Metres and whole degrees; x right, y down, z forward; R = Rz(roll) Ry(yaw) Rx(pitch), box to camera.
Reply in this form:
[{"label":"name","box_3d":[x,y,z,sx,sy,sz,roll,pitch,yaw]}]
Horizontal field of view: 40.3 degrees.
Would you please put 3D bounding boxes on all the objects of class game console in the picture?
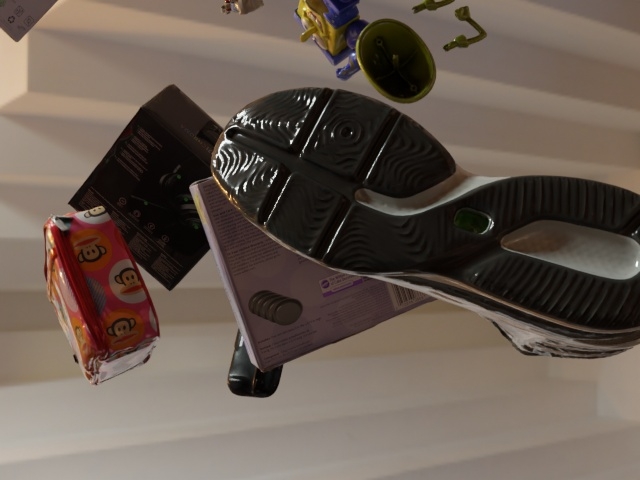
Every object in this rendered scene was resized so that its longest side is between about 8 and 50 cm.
[{"label":"game console","box_3d":[-0.095,0.098,1.534,0.213,0.362,0.044,-7,-29,40]}]

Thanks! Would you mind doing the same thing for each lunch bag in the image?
[{"label":"lunch bag","box_3d":[-0.346,0.072,1.336,0.120,0.258,0.293,-20,-14,-23]}]

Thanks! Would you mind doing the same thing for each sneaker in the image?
[{"label":"sneaker","box_3d":[0.110,0.015,0.861,0.447,0.169,0.257,22,-17,22]}]

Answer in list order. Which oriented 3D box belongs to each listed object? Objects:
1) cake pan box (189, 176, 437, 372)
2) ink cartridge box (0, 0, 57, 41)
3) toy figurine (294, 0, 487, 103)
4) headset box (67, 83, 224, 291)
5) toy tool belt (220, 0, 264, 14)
[{"label":"cake pan box","box_3d":[0.000,0.000,1.095,0.266,0.246,0.070,-22,8,-14]},{"label":"ink cartridge box","box_3d":[-0.504,-0.538,1.599,0.065,0.333,0.165,39,-7,30]},{"label":"toy figurine","box_3d":[0.056,-0.336,1.296,0.191,0.363,0.217,-38,-9,-13]},{"label":"headset box","box_3d":[-0.259,-0.097,1.543,0.283,0.246,0.131,-45,8,32]},{"label":"toy tool belt","box_3d":[-0.124,-0.375,1.326,0.052,0.051,0.083,-34,32,-28]}]
